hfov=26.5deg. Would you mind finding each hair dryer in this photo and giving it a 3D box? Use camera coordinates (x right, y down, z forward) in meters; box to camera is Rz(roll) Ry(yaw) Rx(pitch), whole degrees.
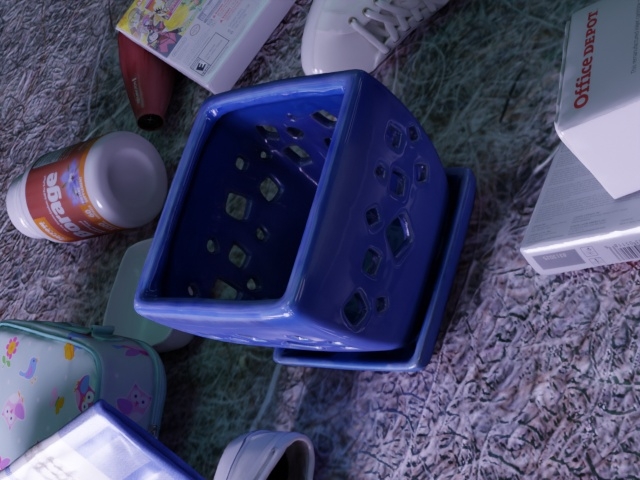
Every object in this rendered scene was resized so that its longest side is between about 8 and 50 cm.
[{"bbox_3d":[-0.178,-0.277,1.753,0.224,0.080,0.293,15,78,51],"label":"hair dryer"}]

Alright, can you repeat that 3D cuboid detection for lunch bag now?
[{"bbox_3d":[-0.279,0.196,1.496,0.279,0.108,0.224,8,87,48],"label":"lunch bag"}]

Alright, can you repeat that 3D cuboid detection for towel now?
[{"bbox_3d":[-0.235,0.282,1.349,0.285,0.209,0.034,-37,24,27],"label":"towel"}]

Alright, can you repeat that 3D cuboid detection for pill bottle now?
[{"bbox_3d":[-0.302,-0.061,1.716,0.216,0.121,0.121,-12,58,45],"label":"pill bottle"}]

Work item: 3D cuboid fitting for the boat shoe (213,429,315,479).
[{"bbox_3d":[-0.063,0.299,1.233,0.088,0.096,0.267,-16,46,48],"label":"boat shoe"}]

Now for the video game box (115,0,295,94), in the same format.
[{"bbox_3d":[-0.130,-0.300,1.683,0.187,0.048,0.205,36,88,32],"label":"video game box"}]

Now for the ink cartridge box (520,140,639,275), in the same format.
[{"bbox_3d":[0.259,-0.057,1.155,0.145,0.045,0.179,-13,39,45],"label":"ink cartridge box"}]

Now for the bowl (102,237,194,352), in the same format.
[{"bbox_3d":[-0.180,0.068,1.546,0.142,0.053,0.142,-11,57,45],"label":"bowl"}]

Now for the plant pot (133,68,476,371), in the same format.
[{"bbox_3d":[0.000,0.000,1.255,0.236,0.212,0.236,-3,64,47],"label":"plant pot"}]

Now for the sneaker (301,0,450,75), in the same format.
[{"bbox_3d":[0.090,-0.272,1.420,0.290,0.106,0.123,-54,35,5],"label":"sneaker"}]

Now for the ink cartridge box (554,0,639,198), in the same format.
[{"bbox_3d":[0.306,-0.146,1.068,0.219,0.092,0.160,-22,36,36],"label":"ink cartridge box"}]
